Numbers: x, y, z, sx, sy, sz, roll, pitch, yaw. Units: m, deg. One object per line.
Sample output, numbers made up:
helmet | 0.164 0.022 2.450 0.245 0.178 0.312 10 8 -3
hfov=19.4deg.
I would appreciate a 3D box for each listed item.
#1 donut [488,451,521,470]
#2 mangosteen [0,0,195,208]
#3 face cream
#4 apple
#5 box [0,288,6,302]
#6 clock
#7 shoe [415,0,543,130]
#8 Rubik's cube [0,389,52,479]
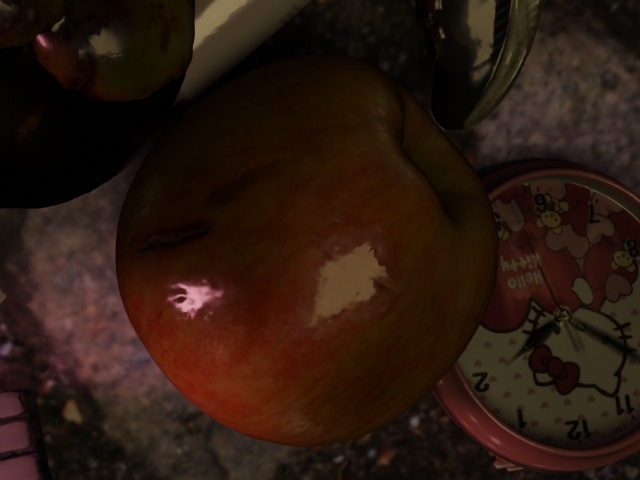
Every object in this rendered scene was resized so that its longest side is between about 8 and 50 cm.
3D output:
donut | 0.175 0.106 1.513 0.117 0.065 0.166 -20 121 -9
mangosteen | -0.188 -0.155 1.121 0.233 0.287 0.288 -23 133 -54
face cream | -0.074 -0.163 1.281 0.311 0.092 0.092 -42 121 6
apple | 0.000 0.000 1.285 0.264 0.264 0.264 -7 118 -13
box | -0.374 -0.014 1.150 0.065 0.343 0.200 -57 131 -36
clock | 0.183 0.056 1.436 0.244 0.056 0.244 4 78 -20
shoe | 0.104 -0.193 1.324 0.112 0.099 0.228 16 107 -16
Rubik's cube | -0.296 0.278 1.356 0.236 0.238 0.237 -10 118 -13
